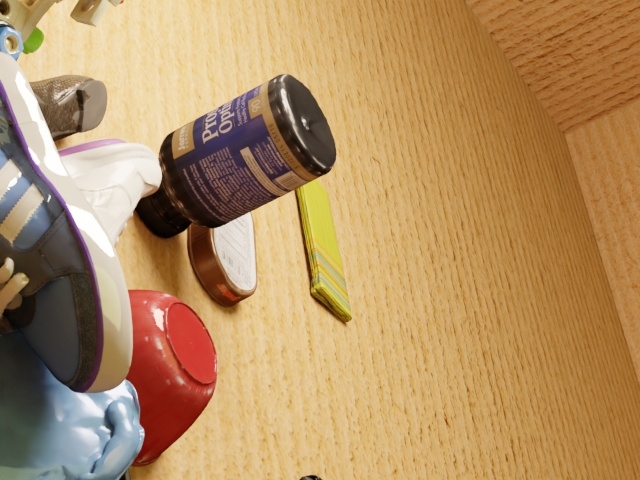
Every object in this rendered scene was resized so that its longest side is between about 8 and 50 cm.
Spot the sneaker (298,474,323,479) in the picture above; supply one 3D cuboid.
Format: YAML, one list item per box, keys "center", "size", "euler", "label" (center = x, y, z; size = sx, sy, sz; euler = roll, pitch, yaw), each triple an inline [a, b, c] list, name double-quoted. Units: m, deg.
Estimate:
- center: [-0.008, 0.348, 1.587]
  size: [0.121, 0.079, 0.217]
  euler: [48, 17, -31]
  label: "sneaker"

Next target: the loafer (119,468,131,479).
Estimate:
- center: [-0.208, 0.176, 1.267]
  size: [0.078, 0.080, 0.220]
  euler: [77, -5, -71]
  label: "loafer"

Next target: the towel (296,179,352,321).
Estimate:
- center: [0.000, 0.000, 2.089]
  size: [0.102, 0.021, 0.237]
  euler: [49, 23, -48]
  label: "towel"

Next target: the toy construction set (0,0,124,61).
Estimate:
- center: [-0.326, -0.283, 1.368]
  size: [0.327, 0.151, 0.215]
  euler: [31, 63, -34]
  label: "toy construction set"

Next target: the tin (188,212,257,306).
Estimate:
- center: [-0.117, -0.005, 1.779]
  size: [0.106, 0.040, 0.190]
  euler: [51, 23, -42]
  label: "tin"

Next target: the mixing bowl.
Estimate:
- center: [-0.164, 0.117, 1.430]
  size: [0.181, 0.098, 0.181]
  euler: [52, 23, -32]
  label: "mixing bowl"

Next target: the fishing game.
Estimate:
- center: [-0.234, 0.136, 1.190]
  size: [0.189, 0.041, 0.264]
  euler: [-22, 68, -46]
  label: "fishing game"

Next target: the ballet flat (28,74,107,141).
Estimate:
- center: [-0.296, -0.129, 1.467]
  size: [0.250, 0.058, 0.084]
  euler: [-33, 132, -64]
  label: "ballet flat"

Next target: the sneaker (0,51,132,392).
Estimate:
- center: [-0.307, -0.004, 1.137]
  size: [0.236, 0.130, 0.323]
  euler: [-13, 71, -38]
  label: "sneaker"

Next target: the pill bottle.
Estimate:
- center: [-0.102, -0.088, 1.644]
  size: [0.123, 0.219, 0.123]
  euler: [51, 23, -33]
  label: "pill bottle"

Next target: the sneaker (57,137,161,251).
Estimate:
- center: [-0.244, -0.012, 1.400]
  size: [0.305, 0.114, 0.152]
  euler: [-27, 99, -62]
  label: "sneaker"
